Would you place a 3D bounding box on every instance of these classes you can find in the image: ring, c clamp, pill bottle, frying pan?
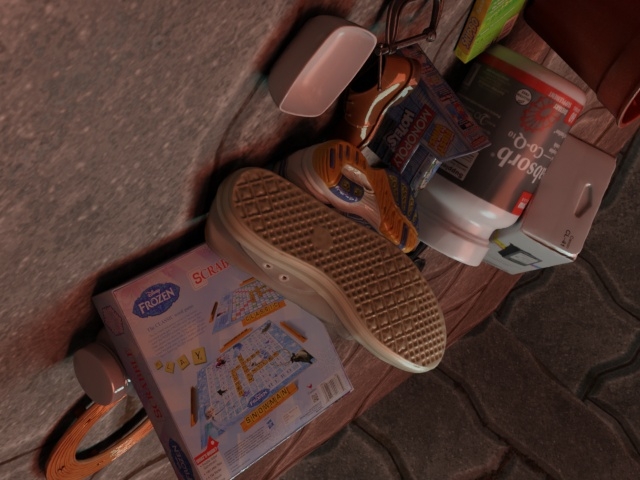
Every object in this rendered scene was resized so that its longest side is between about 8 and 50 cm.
[{"bbox_3d":[-0.352,0.307,1.822,0.337,0.032,0.336,-40,163,-15],"label":"ring"},{"bbox_3d":[0.127,-0.302,1.464,0.161,0.022,0.137,-33,134,-40],"label":"c clamp"},{"bbox_3d":[-0.255,0.157,1.535,0.216,0.121,0.121,-29,157,-42],"label":"pill bottle"},{"bbox_3d":[0.300,-0.151,1.847,0.362,0.210,0.210,-62,160,11],"label":"pill bottle"},{"bbox_3d":[0.185,0.083,2.519,0.197,0.053,0.326,-40,161,-15],"label":"frying pan"}]

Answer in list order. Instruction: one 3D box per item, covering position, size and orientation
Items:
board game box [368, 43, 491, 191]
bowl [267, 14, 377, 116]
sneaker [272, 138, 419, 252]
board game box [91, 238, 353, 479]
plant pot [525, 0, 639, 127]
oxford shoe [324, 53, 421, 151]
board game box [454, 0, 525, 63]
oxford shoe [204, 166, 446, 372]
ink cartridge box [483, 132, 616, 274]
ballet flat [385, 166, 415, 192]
[{"bbox_3d":[0.159,-0.171,1.606,0.060,0.194,0.194,-27,155,-47],"label":"board game box"},{"bbox_3d":[-0.004,-0.231,1.325,0.142,0.053,0.142,-50,163,19],"label":"bowl"},{"bbox_3d":[0.043,-0.067,1.598,0.296,0.131,0.111,38,54,-45],"label":"sneaker"},{"bbox_3d":[-0.132,0.156,1.514,0.319,0.318,0.066,-29,-172,-41],"label":"board game box"},{"bbox_3d":[0.529,-0.389,1.838,0.272,0.265,0.272,-41,163,-16],"label":"plant pot"},{"bbox_3d":[0.058,-0.202,1.549,0.076,0.076,0.212,15,127,-36],"label":"oxford shoe"},{"bbox_3d":[0.301,-0.406,1.661,0.124,0.039,0.259,-36,164,-28],"label":"board game box"},{"bbox_3d":[0.011,0.051,1.528,0.130,0.449,0.169,-26,-144,48],"label":"oxford shoe"},{"bbox_3d":[0.422,-0.068,2.013,0.226,0.131,0.306,-66,-174,-12],"label":"ink cartridge box"},{"bbox_3d":[0.129,-0.101,1.910,0.232,0.073,0.080,-31,161,-37],"label":"ballet flat"}]
